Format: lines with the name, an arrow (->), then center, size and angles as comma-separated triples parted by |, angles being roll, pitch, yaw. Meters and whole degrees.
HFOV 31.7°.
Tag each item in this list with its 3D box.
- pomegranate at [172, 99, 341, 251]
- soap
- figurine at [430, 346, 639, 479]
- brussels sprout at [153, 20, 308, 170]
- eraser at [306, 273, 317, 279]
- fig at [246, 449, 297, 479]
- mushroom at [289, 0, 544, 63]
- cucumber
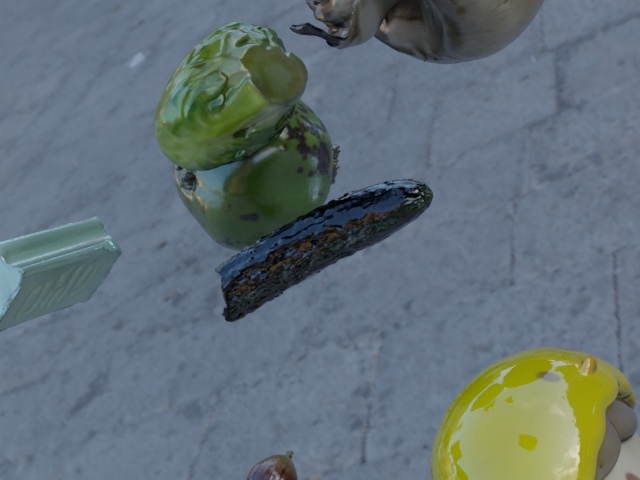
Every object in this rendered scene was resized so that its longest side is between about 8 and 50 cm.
pomegranate -> -0.085, -0.110, 1.673 | 0.270, 0.254, 0.254 | -7, 15, -24
soap -> -0.336, 0.042, 1.367 | 0.114, 0.063, 0.198 | -52, -13, 26
figurine -> 0.237, 0.235, 0.883 | 0.187, 0.344, 0.215 | -50, -17, 23
brussels sprout -> -0.123, -0.181, 1.438 | 0.223, 0.161, 0.223 | -36, -3, -2
eraser -> -0.037, 0.042, 1.984 | 0.212, 0.046, 0.092 | -25, -15, -50
fig -> -0.069, 0.383, 1.863 | 0.089, 0.089, 0.125 | -15, 31, 36
mushroom -> 0.058, -0.318, 1.154 | 0.294, 0.362, 0.362 | -46, 27, -7
cucumber -> 0.000, 0.000, 1.350 | 0.303, 0.072, 0.081 | -30, 50, 20
